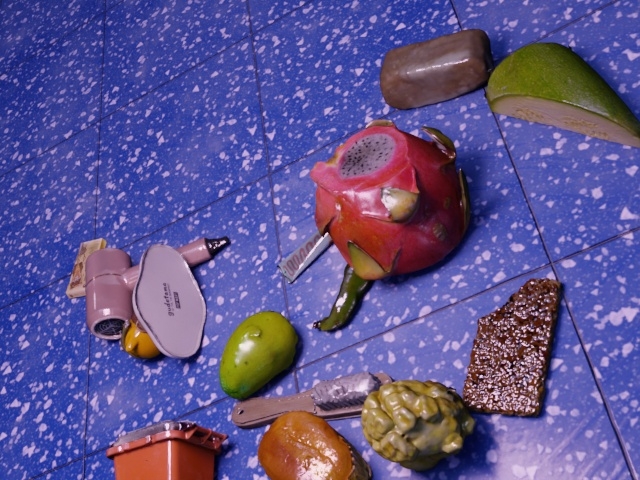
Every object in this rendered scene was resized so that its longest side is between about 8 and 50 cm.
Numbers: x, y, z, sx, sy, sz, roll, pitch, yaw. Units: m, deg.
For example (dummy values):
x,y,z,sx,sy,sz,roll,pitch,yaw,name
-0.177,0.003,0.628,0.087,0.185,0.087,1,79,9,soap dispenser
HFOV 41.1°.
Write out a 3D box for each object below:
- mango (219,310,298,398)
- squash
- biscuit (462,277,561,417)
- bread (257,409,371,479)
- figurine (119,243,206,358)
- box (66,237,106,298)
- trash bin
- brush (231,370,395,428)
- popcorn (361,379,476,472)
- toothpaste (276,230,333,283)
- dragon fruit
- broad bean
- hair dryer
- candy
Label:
x,y,z,sx,sy,sz,roll,pitch,yaw,name
-0.122,0.209,1.572,0.119,0.100,0.178,31,80,43,mango
0.420,-0.232,1.507,0.203,0.111,0.288,-31,49,15,squash
0.305,0.164,1.363,0.131,0.026,0.237,0,61,33,biscuit
-0.015,0.361,1.391,0.190,0.114,0.132,30,76,38,bread
-0.341,0.147,1.753,0.141,0.166,0.250,-35,49,38,figurine
-0.556,0.065,2.025,0.073,0.020,0.149,-12,54,27,box
-0.255,0.441,1.473,0.184,0.161,0.238,-22,57,21,trash bin
-0.027,0.278,1.488,0.327,0.065,0.070,-15,53,27,brush
0.149,0.276,1.304,0.173,0.173,0.142,3,69,36,popcorn
0.000,0.000,1.683,0.205,0.036,0.056,-43,50,6,toothpaste
0.119,-0.094,1.532,0.290,0.189,0.290,-11,47,13,dragon fruit
0.055,0.090,1.573,0.061,0.046,0.195,26,78,40,broad bean
-0.351,0.071,1.837,0.344,0.107,0.189,-24,49,11,hair dryer
0.231,-0.344,1.717,0.234,0.102,0.104,-8,55,27,candy
